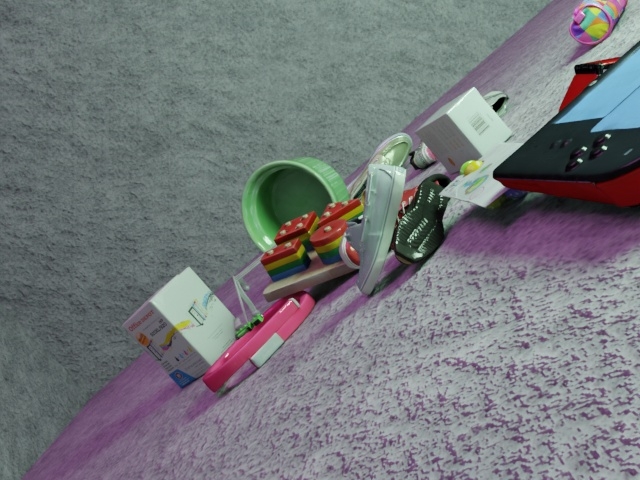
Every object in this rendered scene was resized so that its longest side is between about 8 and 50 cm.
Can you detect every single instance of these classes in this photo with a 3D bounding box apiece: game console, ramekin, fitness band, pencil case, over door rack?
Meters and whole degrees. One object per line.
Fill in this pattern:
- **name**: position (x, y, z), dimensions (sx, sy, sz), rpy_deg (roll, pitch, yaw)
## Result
- **game console**: position (0.404, -0.188, 0.826), dimensions (0.386, 0.060, 0.342), rpy_deg (-41, 15, -3)
- **ramekin**: position (-0.061, -0.095, 2.052), dimensions (0.303, 0.303, 0.148), rpy_deg (-38, 0, 30)
- **game console**: position (0.486, -0.268, 1.240), dimensions (0.124, 0.085, 0.144), rpy_deg (-9, 12, 6)
- **fitness band**: position (-0.130, 0.206, 1.507), dimensions (0.291, 0.054, 0.209), rpy_deg (-44, 7, -29)
- **pencil case**: position (0.652, -0.539, 1.681), dimensions (0.104, 0.104, 0.236), rpy_deg (-35, 10, 41)
- **over door rack**: position (-0.109, 0.114, 1.837), dimensions (0.239, 0.108, 0.324), rpy_deg (-40, 21, 7)

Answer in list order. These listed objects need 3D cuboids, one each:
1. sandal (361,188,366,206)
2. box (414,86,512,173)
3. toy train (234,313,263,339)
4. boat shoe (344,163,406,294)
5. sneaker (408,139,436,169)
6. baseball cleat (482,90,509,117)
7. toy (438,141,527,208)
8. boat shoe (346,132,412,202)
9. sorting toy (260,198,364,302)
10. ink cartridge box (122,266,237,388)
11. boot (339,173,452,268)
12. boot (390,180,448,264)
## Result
- **sandal**: position (0.138, -0.099, 1.830), dimensions (0.088, 0.079, 0.240), rpy_deg (-37, 8, 33)
- **box**: position (0.302, -0.231, 1.533), dimensions (0.091, 0.130, 0.170), rpy_deg (-44, 8, -14)
- **toy train**: position (-0.150, 0.182, 1.494), dimensions (0.083, 0.017, 0.023), rpy_deg (-41, 15, 24)
- **boat shoe**: position (0.083, -0.022, 1.217), dimensions (0.079, 0.081, 0.227), rpy_deg (-59, -17, -77)
- **sneaker**: position (0.282, -0.241, 1.994), dimensions (0.075, 0.063, 0.170), rpy_deg (-32, 14, 21)
- **baseball cleat**: position (0.382, -0.301, 1.796), dimensions (0.206, 0.072, 0.109), rpy_deg (-44, 13, 10)
- **toy**: position (0.275, -0.091, 1.096), dimensions (0.137, 0.056, 0.237), rpy_deg (-41, 13, 0)
- **boat shoe**: position (0.190, -0.210, 2.255), dimensions (0.302, 0.109, 0.094), rpy_deg (-50, 22, 1)
- **sorting toy**: position (0.000, 0.000, 1.597), dimensions (0.255, 0.089, 0.257), rpy_deg (-22, 19, 24)
- **ink cartridge box**: position (-0.356, 0.227, 1.870), dimensions (0.171, 0.232, 0.168), rpy_deg (-36, 8, 40)
- **boot**: position (0.153, -0.044, 1.395), dimensions (0.244, 0.088, 0.176), rpy_deg (-42, 7, -33)
- **boot**: position (0.152, 0.004, 1.233), dimensions (0.198, 0.077, 0.137), rpy_deg (-54, -3, -46)
